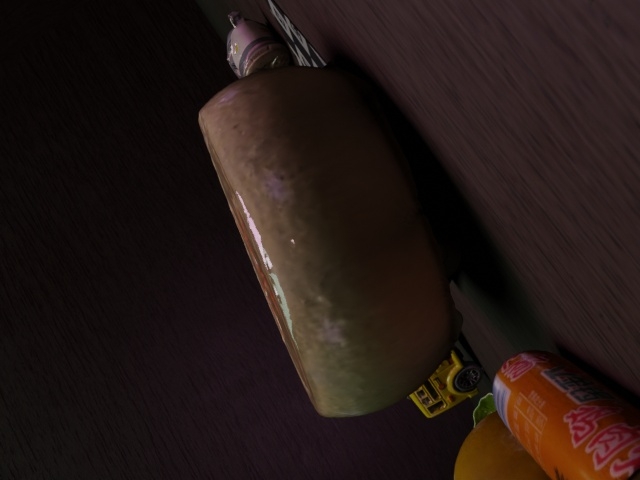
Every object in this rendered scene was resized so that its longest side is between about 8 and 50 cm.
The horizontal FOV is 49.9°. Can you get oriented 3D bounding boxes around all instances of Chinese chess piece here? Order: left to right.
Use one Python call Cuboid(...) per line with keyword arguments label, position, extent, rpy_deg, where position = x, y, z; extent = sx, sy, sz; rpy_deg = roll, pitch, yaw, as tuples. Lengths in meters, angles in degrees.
Cuboid(label="Chinese chess piece", position=(0.000, 0.000, 0.665), extent=(0.338, 0.141, 0.337), rpy_deg=(159, 90, -82))

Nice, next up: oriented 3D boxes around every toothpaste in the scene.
Cuboid(label="toothpaste", position=(0.123, 0.024, 0.750), extent=(0.069, 0.047, 0.268), rpy_deg=(39, -179, 10))

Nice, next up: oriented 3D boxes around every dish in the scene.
Cuboid(label="dish", position=(0.324, 0.318, 1.158), extent=(0.039, 0.091, 0.137), rpy_deg=(-7, -148, -42))

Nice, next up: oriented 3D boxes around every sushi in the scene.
Cuboid(label="sushi", position=(0.009, -0.140, 0.840), extent=(0.290, 0.050, 0.264), rpy_deg=(57, -179, 36))

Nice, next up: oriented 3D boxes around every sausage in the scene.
Cuboid(label="sausage", position=(0.167, 0.123, 0.451), extent=(0.071, 0.071, 0.234), rpy_deg=(56, 180, -8))

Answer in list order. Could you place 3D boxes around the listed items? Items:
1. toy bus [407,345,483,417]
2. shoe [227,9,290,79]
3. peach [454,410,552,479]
Cuboid(label="toy bus", position=(0.167, 0.173, 1.263), extent=(0.330, 0.152, 0.144), rpy_deg=(55, -178, -33))
Cuboid(label="shoe", position=(-0.096, -0.265, 1.017), extent=(0.092, 0.089, 0.180), rpy_deg=(55, 178, 10))
Cuboid(label="peach", position=(0.235, 0.276, 0.663), extent=(0.251, 0.153, 0.251), rpy_deg=(50, -161, -23))
